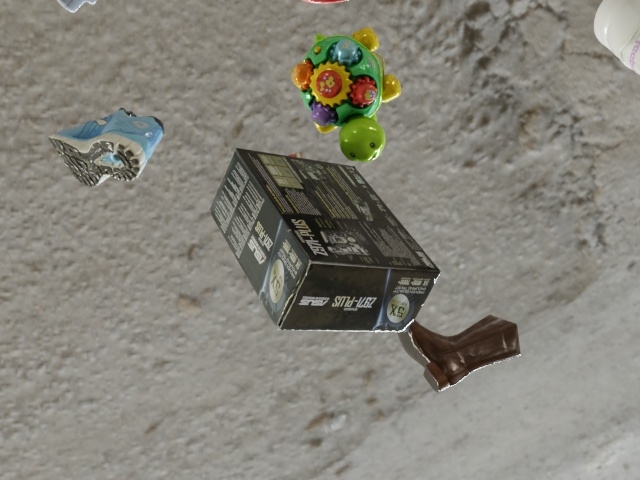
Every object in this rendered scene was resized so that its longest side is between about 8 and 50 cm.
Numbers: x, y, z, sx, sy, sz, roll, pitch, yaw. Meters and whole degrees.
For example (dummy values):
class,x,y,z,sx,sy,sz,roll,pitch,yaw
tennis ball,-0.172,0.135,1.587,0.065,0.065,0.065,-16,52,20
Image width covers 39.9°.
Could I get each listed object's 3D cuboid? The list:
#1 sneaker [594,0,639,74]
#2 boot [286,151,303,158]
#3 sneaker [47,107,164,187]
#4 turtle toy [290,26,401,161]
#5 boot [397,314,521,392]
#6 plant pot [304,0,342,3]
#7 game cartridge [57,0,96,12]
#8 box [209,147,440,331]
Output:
class,x,y,z,sx,sy,sz,roll,pitch,yaw
sneaker,0.471,-0.240,0.975,0.305,0.152,0.114,-14,130,5
boot,-0.071,-0.058,1.278,0.084,0.059,0.158,12,109,-17
sneaker,-0.215,-0.099,0.907,0.073,0.162,0.063,-50,128,-31
turtle toy,0.024,-0.136,0.833,0.095,0.066,0.130,-25,93,24
boot,0.147,0.096,0.939,0.114,0.106,0.037,-23,158,-18
plant pot,0.044,-0.695,1.953,0.274,0.243,0.275,-16,173,-2
game cartridge,-0.207,-0.399,0.961,0.294,0.196,0.060,-46,132,8
box,0.000,0.000,0.833,0.147,0.180,0.078,5,124,-35
